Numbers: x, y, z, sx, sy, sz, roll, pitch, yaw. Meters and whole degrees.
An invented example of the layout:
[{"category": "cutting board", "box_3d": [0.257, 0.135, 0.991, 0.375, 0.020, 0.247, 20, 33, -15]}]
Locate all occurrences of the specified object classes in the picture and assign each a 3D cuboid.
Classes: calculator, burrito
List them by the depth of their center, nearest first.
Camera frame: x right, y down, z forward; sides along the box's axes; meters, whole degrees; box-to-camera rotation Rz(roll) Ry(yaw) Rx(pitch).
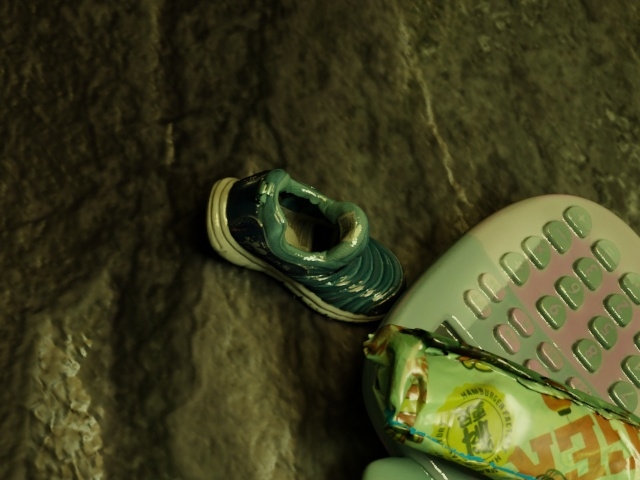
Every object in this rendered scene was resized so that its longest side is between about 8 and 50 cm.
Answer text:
[{"category": "burrito", "box_3d": [0.144, 0.139, 1.039, 0.288, 0.054, 0.104, 23, 66, -23]}, {"category": "calculator", "box_3d": [0.121, 0.089, 1.102, 0.185, 0.041, 0.299, 49, 56, -8]}]

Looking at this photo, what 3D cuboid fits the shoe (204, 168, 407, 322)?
[{"category": "shoe", "box_3d": [0.000, 0.000, 1.072, 0.143, 0.071, 0.064, 30, 56, -29]}]
